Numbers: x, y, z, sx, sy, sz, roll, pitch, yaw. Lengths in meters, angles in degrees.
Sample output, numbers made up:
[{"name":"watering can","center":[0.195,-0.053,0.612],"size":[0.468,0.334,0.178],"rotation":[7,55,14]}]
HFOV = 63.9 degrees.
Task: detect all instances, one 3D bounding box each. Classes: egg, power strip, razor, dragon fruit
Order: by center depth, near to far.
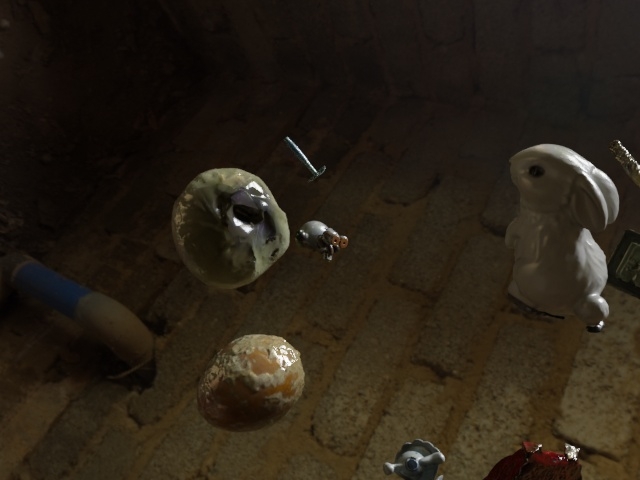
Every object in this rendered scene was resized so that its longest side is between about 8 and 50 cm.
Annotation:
[{"name":"dragon fruit","center":[0.367,0.519,0.983],"size":[0.282,0.100,0.344],"rotation":[22,102,-29]},{"name":"egg","center":[-0.144,0.296,1.061],"size":[0.233,0.195,0.195],"rotation":[-36,138,-13]},{"name":"razor","center":[-0.050,-0.224,1.384],"size":[0.040,0.068,0.135],"rotation":[-43,97,-25]},{"name":"power strip","center":[1.083,0.086,1.743],"size":[0.064,0.198,0.213],"rotation":[9,104,-47]}]

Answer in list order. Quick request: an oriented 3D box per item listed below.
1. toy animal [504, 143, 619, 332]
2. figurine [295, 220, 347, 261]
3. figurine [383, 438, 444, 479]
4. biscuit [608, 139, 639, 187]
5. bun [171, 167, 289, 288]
[{"name":"toy animal","center":[0.496,-0.018,1.060],"size":[0.193,0.257,0.358],"rotation":[-24,121,-27]},{"name":"figurine","center":[-0.001,0.001,1.426],"size":[0.147,0.197,0.094],"rotation":[20,96,-30]},{"name":"figurine","center":[0.145,0.346,0.773],"size":[0.086,0.094,0.082],"rotation":[30,36,-60]},{"name":"biscuit","center":[0.742,-0.153,1.199],"size":[0.032,0.133,0.250],"rotation":[-40,-172,29]},{"name":"bun","center":[-0.194,-0.035,1.122],"size":[0.272,0.168,0.273],"rotation":[8,72,-25]}]
